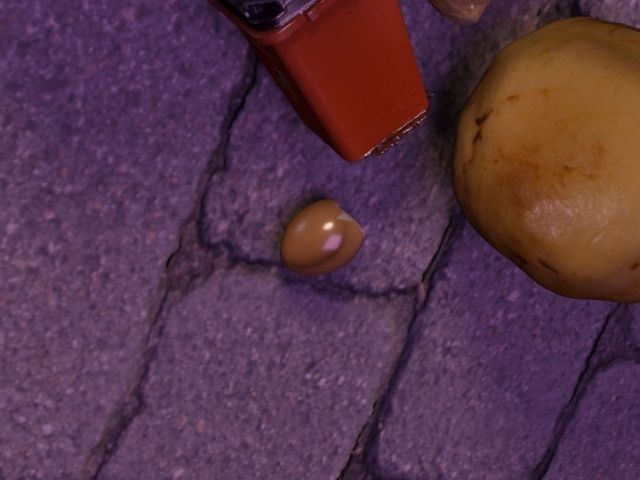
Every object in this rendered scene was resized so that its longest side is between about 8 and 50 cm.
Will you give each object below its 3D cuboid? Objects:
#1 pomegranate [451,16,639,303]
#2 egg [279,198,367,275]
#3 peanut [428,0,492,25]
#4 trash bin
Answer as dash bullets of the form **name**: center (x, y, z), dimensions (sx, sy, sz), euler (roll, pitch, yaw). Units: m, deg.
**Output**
- **pomegranate**: center (0.315, -0.095, 1.261), dimensions (0.333, 0.332, 0.332), euler (-12, 119, -22)
- **egg**: center (0.000, 0.000, 1.295), dimensions (0.096, 0.080, 0.080), euler (-44, 126, -5)
- **peanut**: center (0.126, -0.301, 1.066), dimensions (0.090, 0.099, 0.214), euler (-25, 124, -29)
- **trash bin**: center (0.018, -0.215, 1.159), dimensions (0.184, 0.161, 0.238), euler (-38, 133, -6)
